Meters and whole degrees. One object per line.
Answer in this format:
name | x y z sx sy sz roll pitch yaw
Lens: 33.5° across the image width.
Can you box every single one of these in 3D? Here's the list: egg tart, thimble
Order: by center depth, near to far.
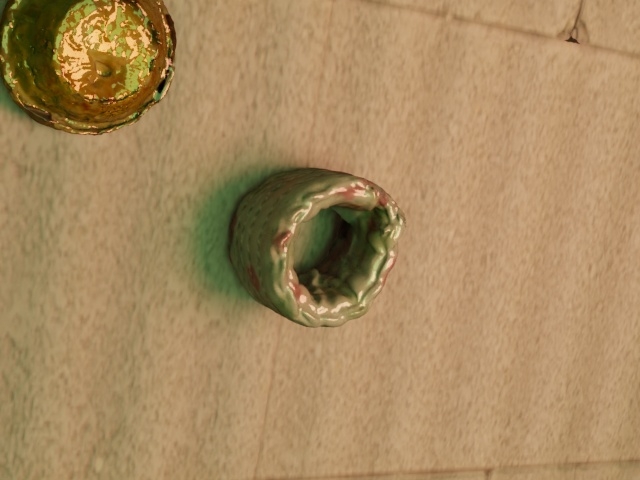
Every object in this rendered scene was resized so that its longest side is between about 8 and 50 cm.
egg tart | -0.252 -0.213 1.184 0.212 0.090 0.212 -10 111 -28
thimble | 0.000 0.000 1.335 0.211 0.149 0.185 -33 114 -17
